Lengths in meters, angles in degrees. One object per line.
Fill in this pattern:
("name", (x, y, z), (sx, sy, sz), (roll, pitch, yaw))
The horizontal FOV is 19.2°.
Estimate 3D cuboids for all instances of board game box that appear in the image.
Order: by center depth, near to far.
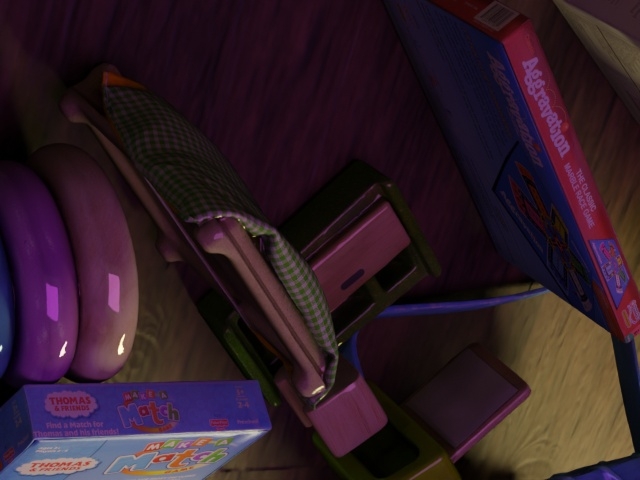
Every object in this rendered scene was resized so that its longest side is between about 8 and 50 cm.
("board game box", (-0.152, 0.144, 1.149), (0.160, 0.039, 0.211), (2, 152, -37))
("board game box", (0.126, -0.060, 1.239), (0.027, 0.145, 0.281), (-38, 132, -11))

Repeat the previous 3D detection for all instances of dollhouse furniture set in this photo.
("dollhouse furniture set", (0.000, 0.000, 1.145), (0.151, 0.197, 0.301), (-39, 133, -9))

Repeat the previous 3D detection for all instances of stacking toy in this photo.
("stacking toy", (-0.272, 0.036, 1.021), (0.330, 0.141, 0.141), (-10, 121, -26))

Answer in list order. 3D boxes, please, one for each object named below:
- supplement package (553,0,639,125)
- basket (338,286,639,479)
("supplement package", (0.334, -0.136, 1.265), (0.199, 0.262, 0.198), (-47, 133, -3))
("basket", (0.145, 0.176, 1.352), (0.254, 0.201, 0.289), (-6, 82, -31))
